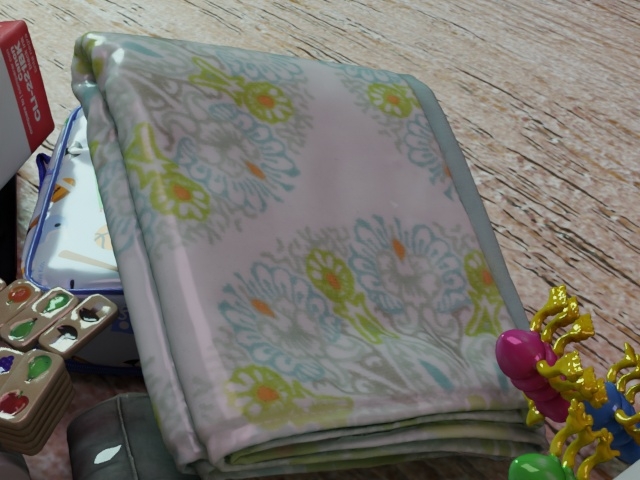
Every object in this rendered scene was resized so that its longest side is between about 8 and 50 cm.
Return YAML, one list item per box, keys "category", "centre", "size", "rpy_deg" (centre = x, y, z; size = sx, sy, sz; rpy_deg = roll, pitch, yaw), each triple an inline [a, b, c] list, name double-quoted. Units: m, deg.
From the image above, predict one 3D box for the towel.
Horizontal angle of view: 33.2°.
- category: "towel"
  centre: [0.000, 0.000, 0.817]
  size: [0.321, 0.090, 0.374]
  rpy_deg: [4, 52, -36]

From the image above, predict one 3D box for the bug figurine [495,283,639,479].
- category: "bug figurine"
  centre: [0.188, 0.162, 0.718]
  size: [0.072, 0.216, 0.279]
  rpy_deg: [-29, 29, 24]

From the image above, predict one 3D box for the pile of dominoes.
- category: "pile of dominoes"
  centre: [-0.289, 0.078, 0.743]
  size: [0.251, 0.040, 0.196]
  rpy_deg: [12, 47, 17]

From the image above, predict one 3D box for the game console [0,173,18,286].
- category: "game console"
  centre: [-0.463, -0.011, 0.934]
  size: [0.387, 0.060, 0.342]
  rpy_deg: [-3, 39, -14]

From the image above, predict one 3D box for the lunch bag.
- category: "lunch bag"
  centre: [-0.138, -0.013, 0.945]
  size: [0.243, 0.115, 0.303]
  rpy_deg: [2, 38, -2]

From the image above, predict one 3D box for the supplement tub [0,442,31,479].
- category: "supplement tub"
  centre: [-0.251, 0.144, 0.752]
  size: [0.071, 0.071, 0.107]
  rpy_deg: [-15, 43, -26]

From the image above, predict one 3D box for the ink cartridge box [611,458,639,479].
- category: "ink cartridge box"
  centre: [0.122, 0.293, 0.420]
  size: [0.160, 0.279, 0.384]
  rpy_deg: [34, 38, -4]

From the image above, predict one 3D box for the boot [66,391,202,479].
- category: "boot"
  centre: [-0.149, 0.165, 0.692]
  size: [0.190, 0.076, 0.208]
  rpy_deg: [5, 23, -20]

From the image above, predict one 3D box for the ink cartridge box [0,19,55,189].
- category: "ink cartridge box"
  centre: [-0.367, -0.078, 0.875]
  size: [0.197, 0.114, 0.273]
  rpy_deg: [-2, 30, 11]
